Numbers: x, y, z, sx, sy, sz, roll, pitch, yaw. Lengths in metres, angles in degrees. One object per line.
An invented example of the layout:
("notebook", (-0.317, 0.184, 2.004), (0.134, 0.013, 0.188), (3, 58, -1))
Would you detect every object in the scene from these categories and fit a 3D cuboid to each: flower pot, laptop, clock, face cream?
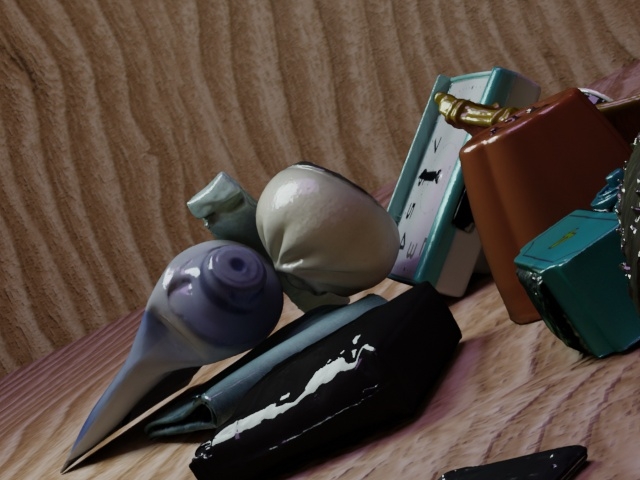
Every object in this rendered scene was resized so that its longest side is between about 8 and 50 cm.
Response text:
("flower pot", (0.222, -0.040, 1.390), (0.190, 0.173, 0.190), (-28, 7, 4))
("laptop", (0.072, 0.180, 0.905), (0.129, 0.016, 0.180), (-23, 8, 46))
("clock", (0.171, -0.062, 1.747), (0.231, 0.116, 0.262), (-168, 98, -76))
("face cream", (-0.169, 0.140, 1.802), (0.235, 0.137, 0.420), (-36, -11, -40))

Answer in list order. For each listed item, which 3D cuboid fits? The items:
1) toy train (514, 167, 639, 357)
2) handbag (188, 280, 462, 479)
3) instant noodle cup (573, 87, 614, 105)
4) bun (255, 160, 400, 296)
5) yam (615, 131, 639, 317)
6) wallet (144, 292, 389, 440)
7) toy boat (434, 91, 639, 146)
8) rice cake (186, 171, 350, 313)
("toy train", (0.239, 0.015, 1.178), (0.154, 0.107, 0.198), (-36, 5, 0))
("handbag", (0.005, 0.129, 1.365), (0.223, 0.080, 0.247), (-26, 5, 21))
("instant noodle cup", (0.276, -0.073, 1.616), (0.122, 0.151, 0.151), (-41, 11, -26))
("bun", (0.000, 0.000, 1.692), (0.120, 0.173, 0.173), (-56, 15, -18))
("yam", (0.266, -0.008, 0.910), (0.168, 0.168, 0.304), (-27, 5, 14))
("wallet", (-0.066, 0.147, 1.696), (0.251, 0.054, 0.290), (-29, 4, -26))
("toy boat", (0.270, -0.130, 1.499), (0.317, 0.099, 0.141), (-9, -2, 25))
("rice cake", (-0.058, 0.014, 1.833), (0.066, 0.063, 0.336), (-39, -35, 4))
